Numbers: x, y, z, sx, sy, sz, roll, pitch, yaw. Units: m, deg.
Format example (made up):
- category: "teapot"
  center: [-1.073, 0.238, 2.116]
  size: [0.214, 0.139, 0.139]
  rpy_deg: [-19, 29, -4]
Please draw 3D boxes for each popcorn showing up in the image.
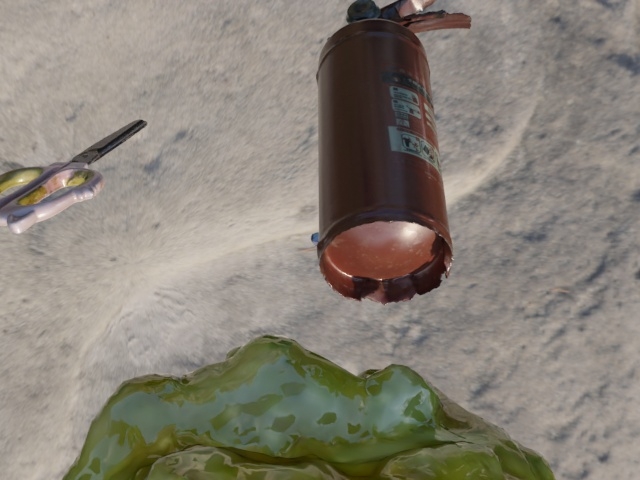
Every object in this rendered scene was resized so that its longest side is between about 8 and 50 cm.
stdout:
- category: "popcorn"
  center: [-0.022, 0.173, 0.382]
  size: [0.246, 0.282, 0.282]
  rpy_deg: [24, 83, 15]

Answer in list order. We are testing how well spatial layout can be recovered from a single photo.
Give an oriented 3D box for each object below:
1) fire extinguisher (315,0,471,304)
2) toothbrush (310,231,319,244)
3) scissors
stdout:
- category: "fire extinguisher"
  center: [0.069, -0.112, 0.764]
  size: [0.147, 0.107, 0.337]
  rpy_deg: [-6, 51, 8]
- category: "toothbrush"
  center: [0.000, 0.000, 1.096]
  size: [0.019, 0.219, 0.016]
  rpy_deg: [-18, 88, 1]
- category: "scissors"
  center: [-0.293, -0.086, 1.037]
  size: [0.160, 0.317, 0.024]
  rpy_deg: [3, 118, 24]
